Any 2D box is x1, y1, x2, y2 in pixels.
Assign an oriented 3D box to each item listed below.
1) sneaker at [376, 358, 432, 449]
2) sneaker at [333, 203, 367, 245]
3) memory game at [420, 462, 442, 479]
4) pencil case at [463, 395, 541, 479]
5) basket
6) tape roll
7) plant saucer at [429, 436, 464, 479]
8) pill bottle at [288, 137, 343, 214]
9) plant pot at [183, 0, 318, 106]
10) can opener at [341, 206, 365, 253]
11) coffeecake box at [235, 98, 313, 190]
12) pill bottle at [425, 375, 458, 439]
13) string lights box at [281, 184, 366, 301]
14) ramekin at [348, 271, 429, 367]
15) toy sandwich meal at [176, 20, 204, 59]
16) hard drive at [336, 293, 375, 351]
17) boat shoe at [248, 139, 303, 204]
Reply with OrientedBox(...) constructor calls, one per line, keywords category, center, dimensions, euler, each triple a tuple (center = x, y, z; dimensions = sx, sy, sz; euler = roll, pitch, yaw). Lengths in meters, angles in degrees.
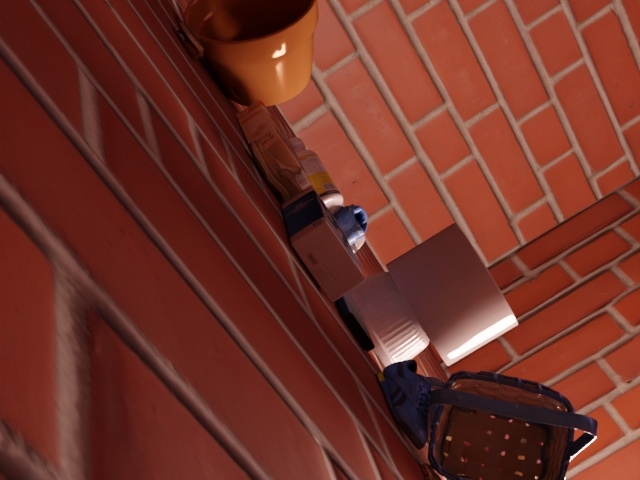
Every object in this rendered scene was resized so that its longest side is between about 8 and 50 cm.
OrientedBox(category="sneaker", center=(0.158, 0.271, 1.690), dimensions=(0.069, 0.082, 0.209), euler=(58, 6, -27))
OrientedBox(category="sneaker", center=(0.048, -0.040, 2.272), dimensions=(0.091, 0.126, 0.240), euler=(56, 6, -29))
OrientedBox(category="memory game", center=(0.216, 0.442, 1.596), dimensions=(0.186, 0.012, 0.186), euler=(57, 4, -7))
OrientedBox(category="pencil case", center=(0.352, 0.458, 1.790), dimensions=(0.386, 0.167, 0.160), euler=(-107, -155, -43))
OrientedBox(category="basket", center=(0.303, 0.315, 1.608), dimensions=(0.289, 0.255, 0.201), euler=(82, 21, -60))
OrientedBox(category="tape roll", center=(0.266, 0.108, 1.996), dimensions=(0.246, 0.169, 0.246), euler=(58, 5, -9))
OrientedBox(category="plant saucer", center=(0.279, 0.453, 1.992), dimensions=(0.188, 0.045, 0.188), euler=(54, 6, -40))
OrientedBox(category="pill bottle", center=(-0.033, -0.137, 2.206), dimensions=(0.184, 0.103, 0.103), euler=(60, 5, 22))
OrientedBox(category="plant pot", center=(-0.134, -0.433, 2.165), dimensions=(0.291, 0.291, 0.203), euler=(-117, -170, -45))
OrientedBox(category="can opener", center=(0.023, -0.088, 2.659), dimensions=(0.283, 0.076, 0.095), euler=(57, 4, -3))
OrientedBox(category="coffeecake box", center=(-0.098, -0.190, 2.078), dimensions=(0.142, 0.068, 0.185), euler=(54, 6, -38))
OrientedBox(category="pill bottle", center=(0.206, 0.309, 1.856), dimensions=(0.094, 0.094, 0.169), euler=(58, 5, -3))
OrientedBox(category="string lights box", center=(0.000, 0.000, 1.809), dimensions=(0.133, 0.077, 0.259), euler=(55, 5, -18))
OrientedBox(category="ramekin", center=(0.141, 0.162, 2.051), dimensions=(0.207, 0.109, 0.207), euler=(57, 5, -8))
OrientedBox(category="toy sandwich meal", center=(-0.263, -0.399, 1.968), dimensions=(0.085, 0.029, 0.085), euler=(53, 7, -9))
OrientedBox(category="hard drive", center=(0.058, 0.140, 1.847), dimensions=(0.094, 0.022, 0.135), euler=(56, 5, -27))
OrientedBox(category="boat shoe", center=(-0.069, -0.126, 1.937), dimensions=(0.190, 0.072, 0.068), euler=(56, 5, -22))
